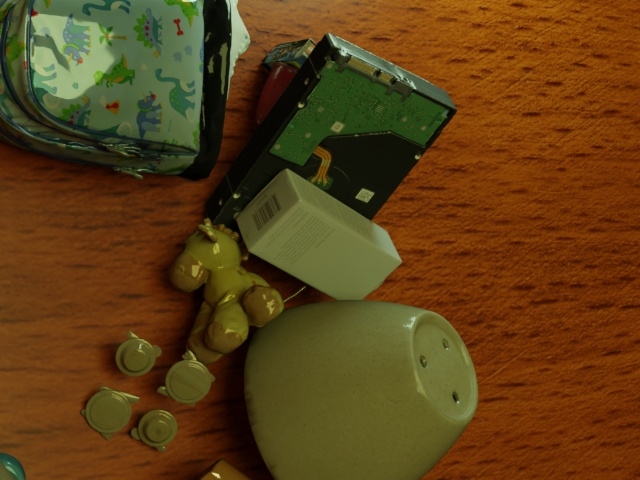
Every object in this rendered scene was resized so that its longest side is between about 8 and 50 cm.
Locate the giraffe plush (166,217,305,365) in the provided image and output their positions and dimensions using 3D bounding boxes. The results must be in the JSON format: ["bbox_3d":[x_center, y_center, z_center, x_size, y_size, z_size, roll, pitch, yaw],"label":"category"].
[{"bbox_3d":[-0.145,0.058,1.673,0.170,0.181,0.210,53,51,-3],"label":"giraffe plush"}]

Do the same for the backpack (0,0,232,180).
[{"bbox_3d":[-0.301,-0.233,1.585,0.355,0.273,0.290,5,91,-17],"label":"backpack"}]

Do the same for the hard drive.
[{"bbox_3d":[0.013,-0.124,1.725,0.237,0.339,0.064,19,32,-32],"label":"hard drive"}]

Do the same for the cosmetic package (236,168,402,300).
[{"bbox_3d":[0.000,0.000,1.731,0.231,0.117,0.085,31,24,-39],"label":"cosmetic package"}]

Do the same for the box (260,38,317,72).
[{"bbox_3d":[0.023,-0.221,1.835,0.233,0.159,0.044,43,80,-20],"label":"box"}]

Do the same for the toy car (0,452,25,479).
[{"bbox_3d":[-0.495,0.330,1.382,0.238,0.219,0.210,-36,104,-4],"label":"toy car"}]

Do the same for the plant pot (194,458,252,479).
[{"bbox_3d":[-0.123,0.414,1.599,0.188,0.205,0.205,49,57,2],"label":"plant pot"}]

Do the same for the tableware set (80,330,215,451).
[{"bbox_3d":[-0.241,0.215,1.611,0.141,0.020,0.169,30,95,-15],"label":"tableware set"}]

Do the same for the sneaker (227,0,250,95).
[{"bbox_3d":[-0.148,-0.298,1.793,0.094,0.080,0.212,9,74,-45],"label":"sneaker"}]

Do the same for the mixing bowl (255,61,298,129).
[{"bbox_3d":[-0.034,-0.180,1.800,0.181,0.181,0.098,42,82,-20],"label":"mixing bowl"}]

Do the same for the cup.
[{"bbox_3d":[0.085,0.220,1.675,0.331,0.237,0.331,33,44,-40],"label":"cup"}]
